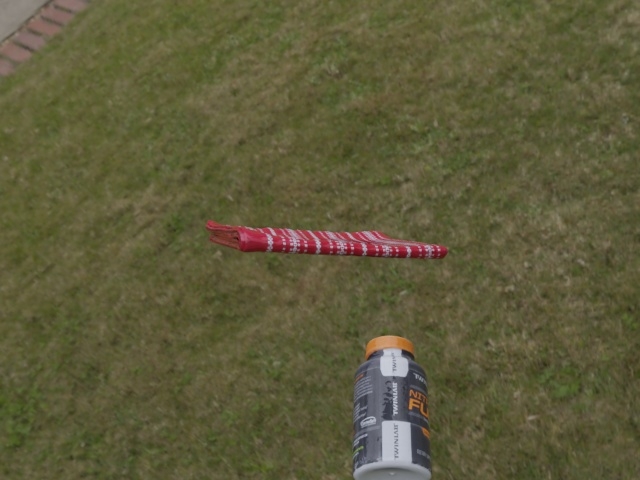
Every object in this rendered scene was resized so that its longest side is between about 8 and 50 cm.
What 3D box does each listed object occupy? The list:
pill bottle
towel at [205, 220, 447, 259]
[{"bbox_3d":[0.120,0.288,1.267,0.131,0.130,0.245,-11,50,17],"label":"pill bottle"},{"bbox_3d":[0.000,0.000,0.975,0.199,0.275,0.031,-168,81,-69],"label":"towel"}]
